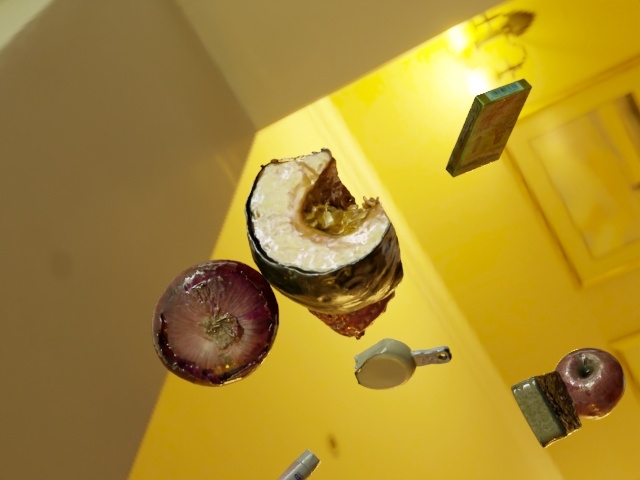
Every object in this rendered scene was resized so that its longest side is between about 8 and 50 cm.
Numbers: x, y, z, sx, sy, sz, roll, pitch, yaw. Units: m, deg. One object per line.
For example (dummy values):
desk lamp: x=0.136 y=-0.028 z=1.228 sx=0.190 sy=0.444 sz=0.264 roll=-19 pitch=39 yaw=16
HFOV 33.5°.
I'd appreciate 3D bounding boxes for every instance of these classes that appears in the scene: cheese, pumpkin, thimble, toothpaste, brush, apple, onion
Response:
cheese: x=0.132 y=0.200 z=1.787 sx=0.092 sy=0.171 sz=0.048 roll=45 pitch=-147 yaw=-28
pumpkin: x=0.000 y=0.000 z=1.990 sx=0.303 sy=0.256 sz=0.225 roll=54 pitch=178 yaw=35
thimble: x=0.062 y=0.090 z=2.146 sx=0.125 sy=0.190 sz=0.163 roll=40 pitch=170 yaw=-28
toothpaste: x=-0.079 y=0.487 z=2.055 sx=0.043 sy=0.194 sz=0.067 roll=34 pitch=161 yaw=37
brush: x=0.416 y=0.304 z=1.938 sx=0.197 sy=0.059 sz=0.123 roll=6 pitch=-122 yaw=-66
apple: x=0.565 y=0.305 z=2.236 sx=0.153 sy=0.153 sz=0.120 roll=-93 pitch=-20 yaw=-45
onion: x=-0.198 y=0.152 z=1.992 sx=0.248 sy=0.248 sz=0.161 roll=57 pitch=173 yaw=-22

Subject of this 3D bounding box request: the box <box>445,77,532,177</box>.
box: x=0.309 y=-0.205 z=1.958 sx=0.121 sy=0.193 sz=0.030 roll=-22 pitch=-120 yaw=-29
